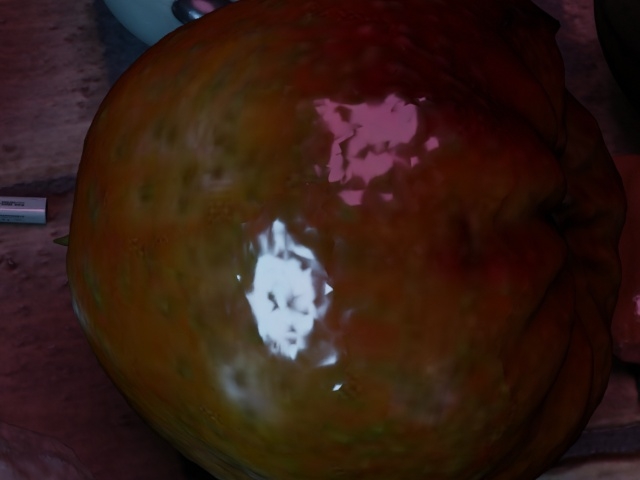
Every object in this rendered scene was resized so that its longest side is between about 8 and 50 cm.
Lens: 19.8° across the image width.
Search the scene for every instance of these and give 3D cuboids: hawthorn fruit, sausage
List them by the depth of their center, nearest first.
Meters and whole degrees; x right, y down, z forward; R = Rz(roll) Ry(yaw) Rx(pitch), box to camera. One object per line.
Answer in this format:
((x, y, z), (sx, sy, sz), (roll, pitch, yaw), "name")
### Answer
((0.000, 0.000, 1.233), (0.402, 0.403, 0.403), (2, 53, -3), "hawthorn fruit")
((0.245, 0.013, 1.416), (0.077, 0.077, 0.194), (7, 52, 0), "sausage")

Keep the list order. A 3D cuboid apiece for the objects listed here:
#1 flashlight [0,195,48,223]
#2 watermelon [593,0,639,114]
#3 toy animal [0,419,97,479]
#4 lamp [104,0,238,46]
((-0.256, -0.025, 1.436), (0.083, 0.018, 0.018), (2, 55, -3), "flashlight")
((0.390, -0.168, 1.434), (0.359, 0.279, 0.279), (28, 56, 20), "watermelon")
((-0.256, 0.214, 1.143), (0.358, 0.188, 0.227), (21, 80, -24), "toy animal")
((-0.079, -0.246, 1.528), (0.197, 0.198, 0.244), (40, 37, 22), "lamp")
